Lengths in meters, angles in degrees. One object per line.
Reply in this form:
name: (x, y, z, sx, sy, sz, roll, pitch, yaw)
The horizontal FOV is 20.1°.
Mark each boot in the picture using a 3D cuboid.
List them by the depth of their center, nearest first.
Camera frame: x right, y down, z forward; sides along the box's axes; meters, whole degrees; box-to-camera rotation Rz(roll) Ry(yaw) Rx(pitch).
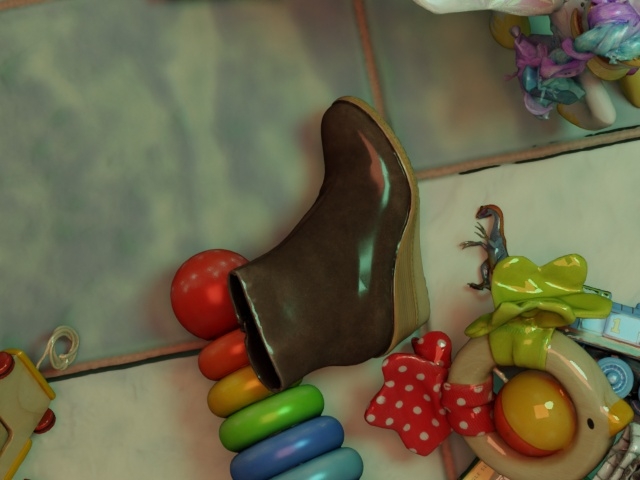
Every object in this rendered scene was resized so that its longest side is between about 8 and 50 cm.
boot: (0.000, 0.000, 1.684, 0.207, 0.090, 0.248, -18, 94, -40)

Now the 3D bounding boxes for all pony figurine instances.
pony figurine: (0.210, -0.253, 1.598, 0.303, 0.363, 0.351, -33, 87, 1)

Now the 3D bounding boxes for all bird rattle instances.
bird rattle: (0.169, 0.141, 1.650, 0.207, 0.143, 0.253, 48, 122, 9)

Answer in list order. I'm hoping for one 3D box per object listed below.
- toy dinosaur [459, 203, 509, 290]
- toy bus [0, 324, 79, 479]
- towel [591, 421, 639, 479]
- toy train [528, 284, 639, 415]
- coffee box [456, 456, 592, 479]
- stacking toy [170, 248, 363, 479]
toy dinosaur: (0.169, 0.009, 1.761, 0.090, 0.047, 0.082, 27, 78, -30)
toy bus: (-0.337, 0.176, 1.724, 0.104, 0.202, 0.190, 5, 95, 32)
towel: (0.314, 0.328, 1.616, 0.235, 0.121, 0.283, 20, 111, -17)
toy train: (0.281, 0.104, 1.724, 0.184, 0.080, 0.105, 16, 82, 3)
coffee box: (0.220, 0.268, 1.735, 0.184, 0.040, 0.113, 43, 90, 4)
stacking toy: (-0.051, 0.161, 1.709, 0.141, 0.141, 0.330, -25, 83, 1)
